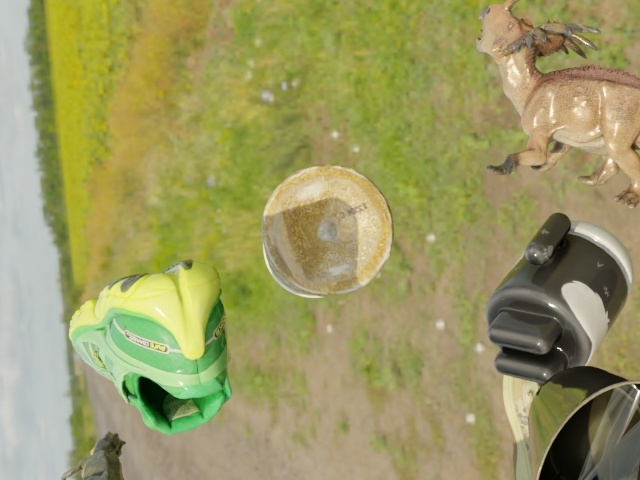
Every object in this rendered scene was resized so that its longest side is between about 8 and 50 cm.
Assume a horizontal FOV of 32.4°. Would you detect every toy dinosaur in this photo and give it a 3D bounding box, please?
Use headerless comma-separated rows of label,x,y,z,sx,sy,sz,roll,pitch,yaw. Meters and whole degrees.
toy dinosaur,0.308,-0.160,1.263,0.127,0.295,0.200,-56,-19,-74
toy dinosaur,-0.230,0.274,1.093,0.064,0.118,0.268,46,178,-24

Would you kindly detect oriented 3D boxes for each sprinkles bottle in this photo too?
sprinkles bottle,0.000,0.000,1.140,0.355,0.121,0.121,134,130,-86

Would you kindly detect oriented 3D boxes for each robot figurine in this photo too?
robot figurine,0.351,0.089,1.635,0.173,0.278,0.209,38,143,7

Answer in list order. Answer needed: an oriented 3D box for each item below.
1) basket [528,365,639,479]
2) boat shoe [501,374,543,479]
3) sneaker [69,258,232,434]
basket,0.285,0.211,1.112,0.227,0.154,0.204,-53,-17,-81
boat shoe,0.343,0.288,1.690,0.104,0.089,0.285,30,-131,-53
sneaker,-0.139,0.099,0.898,0.295,0.109,0.124,141,116,-71
